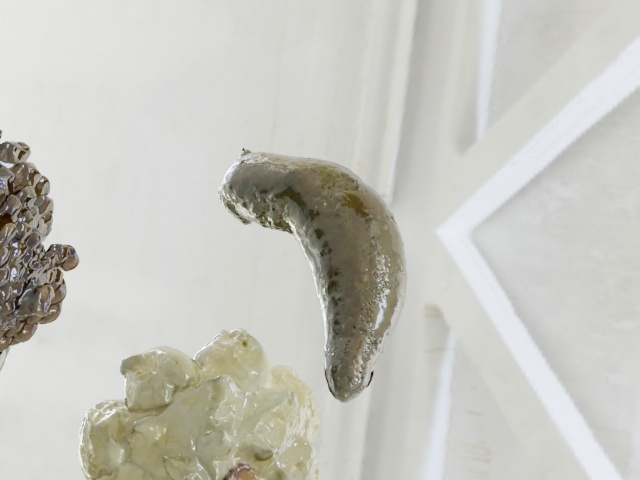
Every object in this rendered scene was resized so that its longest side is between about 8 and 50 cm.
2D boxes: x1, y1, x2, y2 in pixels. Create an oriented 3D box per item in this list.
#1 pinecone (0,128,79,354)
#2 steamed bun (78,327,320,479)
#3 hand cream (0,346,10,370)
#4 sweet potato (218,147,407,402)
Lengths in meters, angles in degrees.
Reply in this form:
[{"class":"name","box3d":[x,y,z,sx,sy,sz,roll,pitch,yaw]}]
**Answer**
[{"class":"pinecone","box3d":[-0.271,-0.003,0.764,0.150,0.179,0.195,-17,-98,15]},{"class":"steamed bun","box3d":[-0.118,0.252,1.085,0.137,0.295,0.292,31,-46,60]},{"class":"hand cream","box3d":[-0.402,0.201,1.230,0.075,0.052,0.248,-14,-126,21]},{"class":"sweet potato","box3d":[0.002,-0.004,0.925,0.124,0.098,0.310,-39,-127,7]}]
